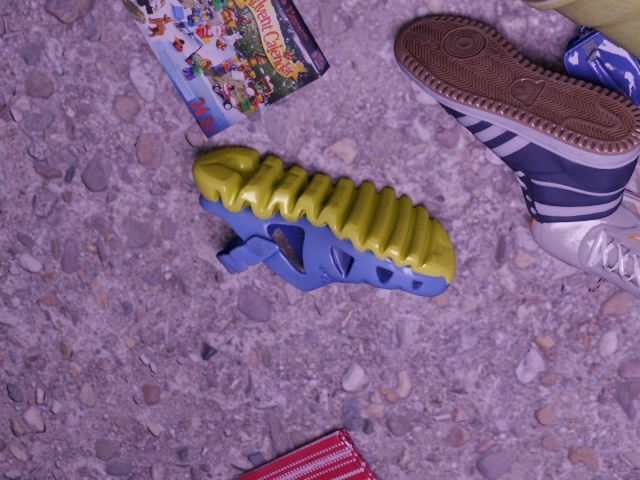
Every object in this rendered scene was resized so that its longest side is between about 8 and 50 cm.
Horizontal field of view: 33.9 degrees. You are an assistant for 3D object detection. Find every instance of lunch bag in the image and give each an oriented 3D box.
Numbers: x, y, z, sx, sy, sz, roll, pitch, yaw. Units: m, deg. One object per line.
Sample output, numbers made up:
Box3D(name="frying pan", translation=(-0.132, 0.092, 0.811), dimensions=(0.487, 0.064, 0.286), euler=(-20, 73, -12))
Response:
Box3D(name="lunch bag", translation=(0.289, -0.175, 1.055), dimensions=(0.067, 0.065, 0.098), euler=(-32, 103, 26))

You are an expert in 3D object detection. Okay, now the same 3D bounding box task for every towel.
Box3D(name="towel", translation=(0.032, 0.390, 1.410), dimensions=(0.198, 0.031, 0.275), euler=(-31, 101, 28))

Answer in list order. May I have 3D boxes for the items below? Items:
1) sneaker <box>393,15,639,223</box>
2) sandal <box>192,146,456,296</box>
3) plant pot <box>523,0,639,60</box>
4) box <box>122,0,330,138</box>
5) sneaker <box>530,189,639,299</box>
Box3D(name="sneaker", translation=(0.197, -0.118, 1.088), dimensions=(0.282, 0.099, 0.153), euler=(32, 159, 27))
Box3D(name="sandal", translation=(0.000, 0.000, 1.196), dimensions=(0.317, 0.126, 0.138), euler=(20, 122, 16))
Box3D(name="plant pot", translation=(0.361, -0.233, 0.920), dimensions=(0.254, 0.276, 0.276), euler=(38, 119, -17))
Box3D(name="box", translation=(-0.117, -0.249, 1.150), dimensions=(0.159, 0.044, 0.233), euler=(-25, 105, 25))
Box3D(name="sneaker", translation=(0.347, 0.024, 1.099), dimensions=(0.262, 0.121, 0.099), euler=(18, 117, 7))
